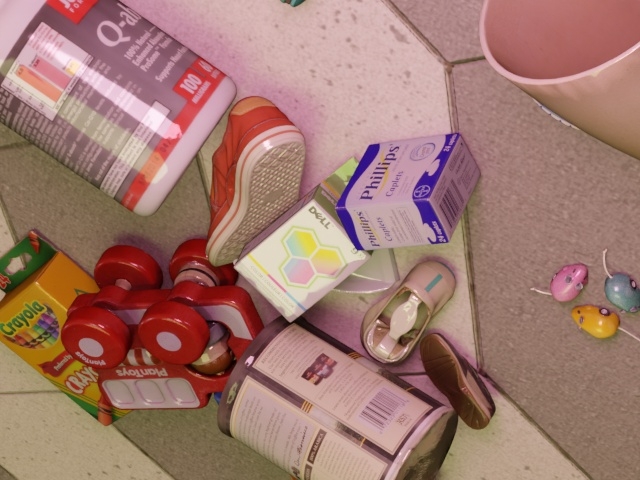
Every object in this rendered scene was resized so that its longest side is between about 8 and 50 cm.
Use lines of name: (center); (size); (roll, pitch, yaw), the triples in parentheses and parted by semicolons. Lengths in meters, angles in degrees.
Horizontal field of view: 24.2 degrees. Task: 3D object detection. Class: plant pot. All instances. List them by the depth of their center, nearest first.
plant pot: (0.341, -0.183, 1.489); (0.256, 0.256, 0.274); (-14, 140, 40)

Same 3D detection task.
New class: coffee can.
coffee can: (0.024, 0.254, 2.086); (0.275, 0.201, 0.201); (30, 142, 21)

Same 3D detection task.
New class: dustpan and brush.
dustpan and brush: (-0.012, 0.019, 2.005); (0.211, 0.060, 0.147); (3, 133, 21)

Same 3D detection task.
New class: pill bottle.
pill bottle: (-0.304, -0.209, 1.846); (0.363, 0.210, 0.210); (34, 140, -5)

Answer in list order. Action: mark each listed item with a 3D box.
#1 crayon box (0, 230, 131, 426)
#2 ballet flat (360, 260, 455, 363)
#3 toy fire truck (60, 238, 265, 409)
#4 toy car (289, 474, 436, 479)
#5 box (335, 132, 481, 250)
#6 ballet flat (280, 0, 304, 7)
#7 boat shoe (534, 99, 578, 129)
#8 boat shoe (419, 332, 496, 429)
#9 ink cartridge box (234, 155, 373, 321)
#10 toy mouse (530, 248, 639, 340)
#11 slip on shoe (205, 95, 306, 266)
crayon box: (-0.395, 0.145, 2.364); (0.318, 0.081, 0.202); (42, 139, -13)
ballet flat: (0.104, 0.115, 2.035); (0.086, 0.086, 0.248); (30, 140, 0)
toy fire truck: (-0.215, 0.148, 2.171); (0.302, 0.169, 0.254); (-4, 130, 23)
toy car: (0.037, 0.394, 2.286); (0.238, 0.210, 0.219); (12, 142, 38)
box: (0.107, -0.059, 1.819); (0.137, 0.126, 0.072); (-6, 129, 35)
ballet flat: (0.005, -0.352, 1.620); (0.087, 0.083, 0.247); (49, 136, 0)
boat shoe: (0.321, -0.155, 1.649); (0.183, 0.066, 0.066); (22, 135, -5)
boat shoe: (0.192, 0.192, 2.085); (0.056, 0.049, 0.152); (-26, 96, 38)
ink cartridge box: (0.000, 0.000, 1.927); (0.209, 0.062, 0.109); (-39, 104, 25)
toy mouse: (0.345, 0.069, 1.881); (0.161, 0.031, 0.143); (19, 139, 13)
slip on shoe: (-0.094, -0.071, 1.958); (0.101, 0.123, 0.331); (61, 156, 24)
